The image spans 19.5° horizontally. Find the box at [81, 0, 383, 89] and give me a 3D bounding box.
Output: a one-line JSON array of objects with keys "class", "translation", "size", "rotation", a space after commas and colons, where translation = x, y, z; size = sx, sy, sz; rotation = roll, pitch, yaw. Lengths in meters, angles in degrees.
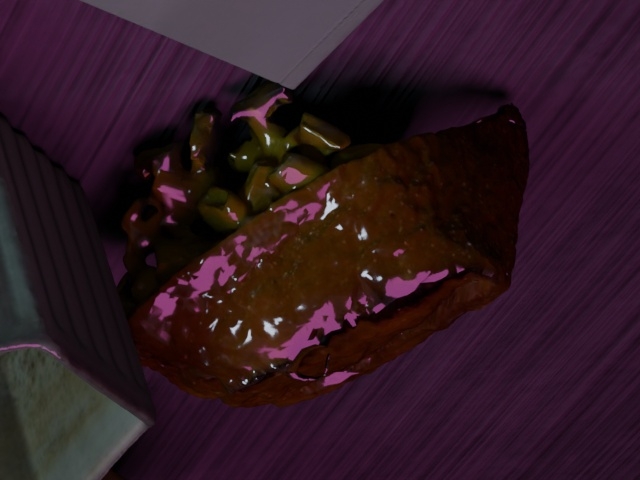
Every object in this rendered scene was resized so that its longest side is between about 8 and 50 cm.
[{"class": "box", "translation": [-0.083, -0.211, 0.790], "size": [0.225, 0.225, 0.117], "rotation": [19, 128, -44]}]

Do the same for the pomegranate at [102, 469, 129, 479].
[{"class": "pomegranate", "translation": [-0.243, 0.295, 1.344], "size": [0.342, 0.342, 0.342], "rotation": [-15, 145, -11]}]

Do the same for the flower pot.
[{"class": "flower pot", "translation": [-0.234, 0.059, 1.112], "size": [0.239, 0.190, 0.209], "rotation": [-11, 145, -13]}]

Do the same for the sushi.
[{"class": "sushi", "translation": [-0.003, 0.001, 1.208], "size": [0.296, 0.179, 0.167], "rotation": [-28, 163, 13]}]
